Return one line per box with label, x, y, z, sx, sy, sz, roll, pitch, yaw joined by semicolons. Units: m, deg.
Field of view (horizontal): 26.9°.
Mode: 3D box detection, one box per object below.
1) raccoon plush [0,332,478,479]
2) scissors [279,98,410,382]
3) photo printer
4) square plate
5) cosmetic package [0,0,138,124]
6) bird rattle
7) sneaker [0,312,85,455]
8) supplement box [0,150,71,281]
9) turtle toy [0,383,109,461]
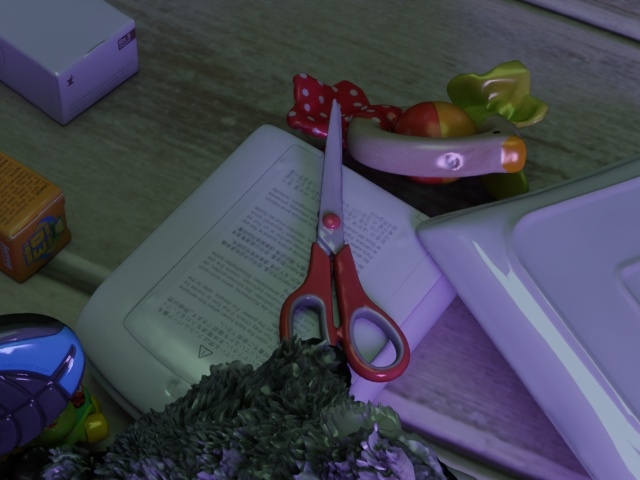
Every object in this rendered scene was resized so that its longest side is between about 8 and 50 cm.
raccoon plush;-0.093;0.233;0.935;0.446;0.299;0.216;-24;96;-1
scissors;0.000;0.000;1.164;0.109;0.021;0.297;-6;63;-14
photo printer;-0.047;0.063;1.204;0.256;0.107;0.307;31;57;15
square plate;0.311;0.063;1.202;0.344;0.049;0.347;-18;60;-31
cosmetic package;-0.317;-0.234;1.436;0.231;0.085;0.117;37;59;20
bird rattle;0.096;-0.109;1.287;0.254;0.143;0.207;7;14;-10
sneaker;-0.344;0.117;1.079;0.341;0.125;0.139;-21;40;15
supplement box;-0.355;-0.057;1.301;0.233;0.078;0.080;28;56;18
turtle toy;-0.231;0.146;1.132;0.095;0.066;0.130;-15;14;-15
